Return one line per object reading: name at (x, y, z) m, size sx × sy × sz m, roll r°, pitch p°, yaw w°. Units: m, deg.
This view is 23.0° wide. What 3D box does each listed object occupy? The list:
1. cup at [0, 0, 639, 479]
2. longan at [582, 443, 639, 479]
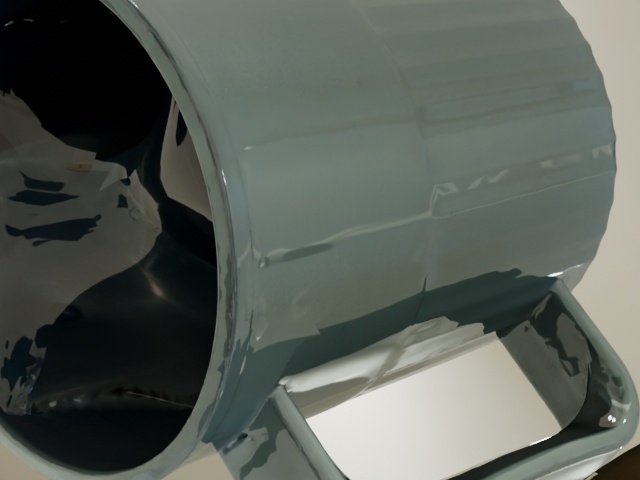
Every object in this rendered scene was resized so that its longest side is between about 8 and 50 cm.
cup at (0.001, -0.020, 0.823) m, size 0.331 × 0.311 × 0.257 m, roll 29°, pitch -60°, yaw 37°
longan at (0.189, 0.195, 0.564) m, size 0.297 × 0.297 × 0.297 m, roll 24°, pitch -43°, yaw 24°
